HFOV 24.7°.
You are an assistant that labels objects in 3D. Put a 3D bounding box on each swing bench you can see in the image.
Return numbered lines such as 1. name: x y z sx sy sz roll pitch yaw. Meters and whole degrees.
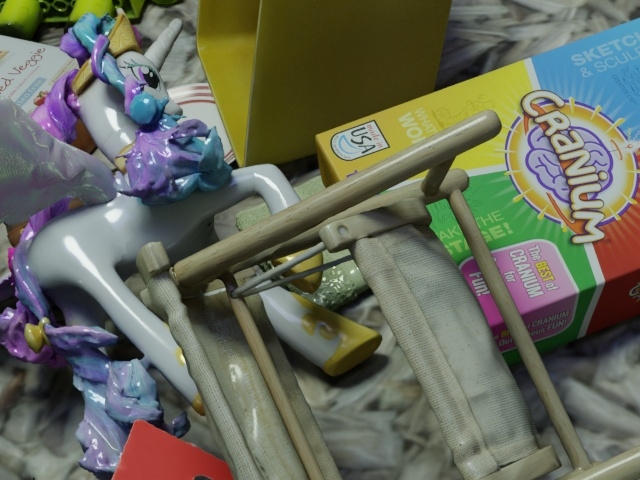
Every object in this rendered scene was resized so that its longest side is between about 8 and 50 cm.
1. swing bench: 0.043 0.090 0.956 0.254 0.165 0.253 -23 78 -8

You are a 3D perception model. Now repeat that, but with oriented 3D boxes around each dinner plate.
1. dinner plate: -0.127 -0.098 1.373 0.141 0.017 0.141 -8 44 8

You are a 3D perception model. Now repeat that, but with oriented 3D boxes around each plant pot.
1. plant pot: 0.004 -0.211 1.327 0.187 0.212 0.212 -5 41 -16

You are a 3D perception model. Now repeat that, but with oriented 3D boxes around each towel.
1. towel: 0.000 0.000 1.233 0.110 0.027 0.148 -29 46 -13

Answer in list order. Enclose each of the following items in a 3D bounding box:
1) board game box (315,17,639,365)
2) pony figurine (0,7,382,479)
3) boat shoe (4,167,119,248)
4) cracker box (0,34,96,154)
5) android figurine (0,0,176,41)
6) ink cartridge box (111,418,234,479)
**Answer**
1. board game box: 0.185 -0.039 1.167 0.316 0.064 0.242 -21 52 -9
2. pony figurine: -0.181 0.006 1.132 0.351 0.303 0.363 -31 68 -15
3. boat shoe: -0.196 -0.025 1.295 0.178 0.064 0.060 -8 75 10
4. cracker box: -0.326 -0.127 1.420 0.232 0.067 0.156 14 51 27
5. android figurine: -0.259 -0.305 1.589 0.248 0.056 0.273 -2 46 14
6. ink cartridge box: -0.067 0.231 0.930 0.181 0.056 0.225 29 49 -13
